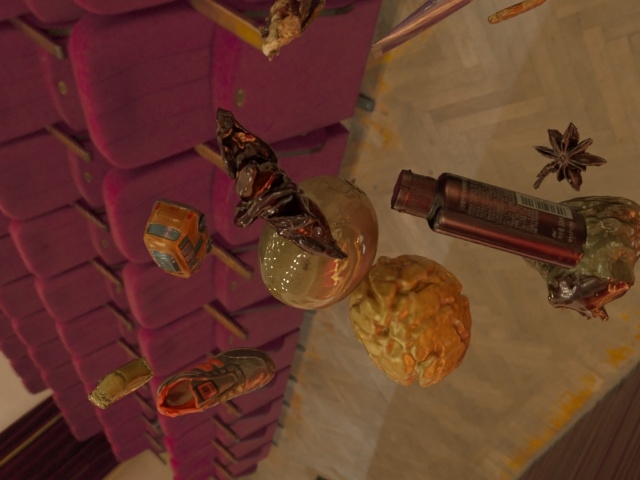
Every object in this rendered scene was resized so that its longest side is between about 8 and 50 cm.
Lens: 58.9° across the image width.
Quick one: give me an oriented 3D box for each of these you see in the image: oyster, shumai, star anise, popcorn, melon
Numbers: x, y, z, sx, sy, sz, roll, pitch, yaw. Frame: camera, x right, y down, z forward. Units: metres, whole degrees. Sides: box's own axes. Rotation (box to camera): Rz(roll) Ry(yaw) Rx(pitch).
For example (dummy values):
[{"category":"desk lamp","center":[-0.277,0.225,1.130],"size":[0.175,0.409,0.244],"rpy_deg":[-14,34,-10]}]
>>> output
[{"category":"oyster","center":[-0.090,-0.613,1.548],"size":[0.100,0.275,0.271],"rpy_deg":[44,178,-28]},{"category":"shumai","center":[0.818,0.070,1.725],"size":[0.398,0.323,0.324],"rpy_deg":[-6,134,16]},{"category":"star anise","center":[-0.076,-0.056,0.771],"size":[0.272,0.103,0.272],"rpy_deg":[49,180,1]},{"category":"popcorn","center":[0.273,0.228,1.636],"size":[0.354,0.344,0.390],"rpy_deg":[47,168,37]},{"category":"star anise","center":[0.740,-0.245,1.724],"size":[0.231,0.089,0.208],"rpy_deg":[-16,87,57]},{"category":"melon","center":[0.000,0.000,1.325],"size":[0.269,0.329,0.268],"rpy_deg":[24,-175,-2]}]

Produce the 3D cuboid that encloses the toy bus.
[{"category":"toy bus","center":[-0.354,0.004,1.402],"size":[0.126,0.136,0.209],"rpy_deg":[16,151,9]}]

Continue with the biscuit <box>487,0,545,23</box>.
[{"category":"biscuit","center":[0.520,-0.609,1.496],"size":[0.153,0.234,0.030],"rpy_deg":[-18,104,11]}]

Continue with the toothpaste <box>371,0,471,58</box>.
[{"category":"toothpaste","center":[0.313,-0.658,1.672],"size":[0.079,0.371,0.125],"rpy_deg":[57,-170,4]}]

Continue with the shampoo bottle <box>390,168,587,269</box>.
[{"category":"shampoo bottle","center":[0.285,-0.044,0.979],"size":[0.323,0.129,0.084],"rpy_deg":[14,143,-3]}]

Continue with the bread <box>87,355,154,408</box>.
[{"category":"bread","center":[-0.472,0.336,1.344],"size":[0.117,0.156,0.064],"rpy_deg":[-43,81,23]}]

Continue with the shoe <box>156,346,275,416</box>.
[{"category":"shoe","center":[-0.288,0.382,1.508],"size":[0.171,0.337,0.132],"rpy_deg":[106,145,-88]}]
